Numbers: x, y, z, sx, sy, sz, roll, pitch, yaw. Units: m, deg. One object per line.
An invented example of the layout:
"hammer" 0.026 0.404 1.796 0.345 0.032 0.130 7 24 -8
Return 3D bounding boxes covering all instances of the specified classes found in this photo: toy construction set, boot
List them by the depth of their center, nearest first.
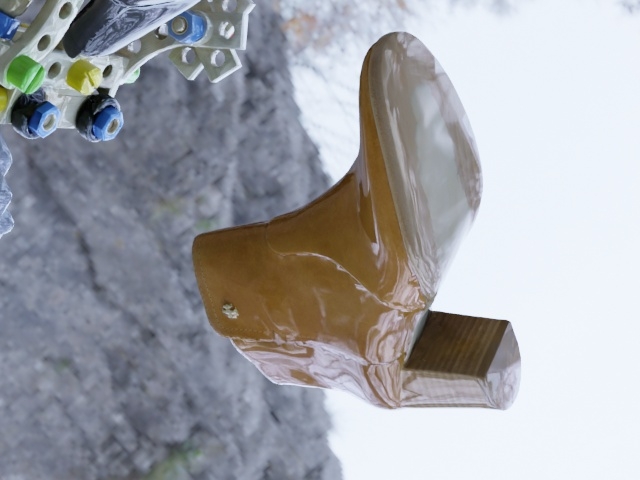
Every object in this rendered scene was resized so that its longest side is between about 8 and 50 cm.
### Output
"boot" 0.001 0.000 0.912 0.211 0.295 0.104 4 -139 31
"boot" -0.100 -0.206 1.082 0.198 0.076 0.137 -19 166 -43
"toy construction set" -0.217 -0.196 1.296 0.151 0.328 0.215 35 -73 35

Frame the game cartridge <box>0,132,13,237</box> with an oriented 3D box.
"game cartridge" -0.270 0.003 0.760 0.297 0.062 0.198 -51 -120 33
